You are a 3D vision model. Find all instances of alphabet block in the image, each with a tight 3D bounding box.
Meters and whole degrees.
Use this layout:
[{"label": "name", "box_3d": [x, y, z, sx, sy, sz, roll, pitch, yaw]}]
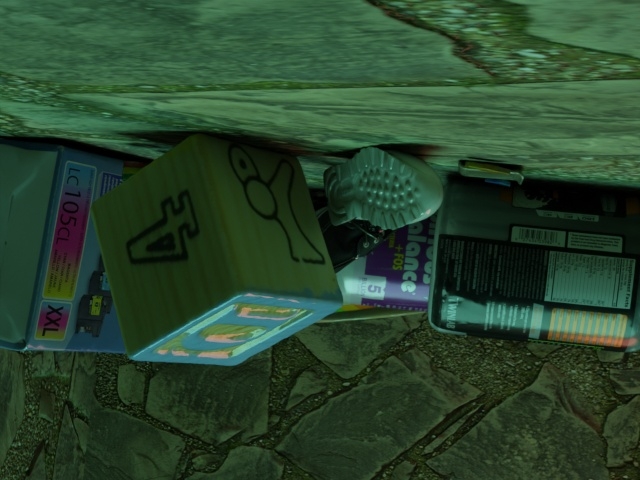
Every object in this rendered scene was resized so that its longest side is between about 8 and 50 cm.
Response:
[{"label": "alphabet block", "box_3d": [-0.119, 0.017, 1.454, 0.193, 0.197, 0.192, -30, 156, 30]}]

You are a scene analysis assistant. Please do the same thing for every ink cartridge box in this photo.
[{"label": "ink cartridge box", "box_3d": [-0.300, 0.020, 1.775, 0.151, 0.270, 0.395, 10, 180, 31]}]

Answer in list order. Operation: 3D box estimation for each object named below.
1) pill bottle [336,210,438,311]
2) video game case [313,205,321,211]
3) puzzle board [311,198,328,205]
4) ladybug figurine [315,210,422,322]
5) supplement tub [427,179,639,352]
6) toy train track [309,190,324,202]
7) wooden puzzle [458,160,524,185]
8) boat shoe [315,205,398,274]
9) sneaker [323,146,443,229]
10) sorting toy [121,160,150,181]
[{"label": "pill bottle", "box_3d": [0.176, 0.018, 1.744, 0.301, 0.169, 0.169, 5, 177, 3]}, {"label": "video game case", "box_3d": [-0.075, -0.054, 2.141, 0.196, 0.026, 0.274, 9, 178, 27]}, {"label": "puzzle board", "box_3d": [0.008, -0.060, 2.150, 0.096, 0.011, 0.128, 6, 177, 20]}, {"label": "ladybug figurine", "box_3d": [0.048, 0.037, 2.005, 0.449, 0.162, 0.305, -8, 169, 28]}, {"label": "supplement tub", "box_3d": [0.296, 0.033, 1.546, 0.316, 0.194, 0.193, 6, 177, 7]}, {"label": "toy train track", "box_3d": [-0.011, -0.068, 1.983, 0.048, 0.014, 0.083, 7, 177, -18]}, {"label": "wooden puzzle", "box_3d": [0.189, -0.076, 1.398, 0.078, 0.014, 0.116, 10, 177, 0]}, {"label": "boat shoe", "box_3d": [0.052, -0.018, 1.568, 0.076, 0.080, 0.228, -14, -167, 45]}, {"label": "sneaker", "box_3d": [0.084, -0.061, 1.386, 0.094, 0.090, 0.235, -7, -174, -21]}, {"label": "sorting toy", "box_3d": [-0.124, -0.080, 1.642, 0.132, 0.046, 0.274, 4, 176, 33]}]
